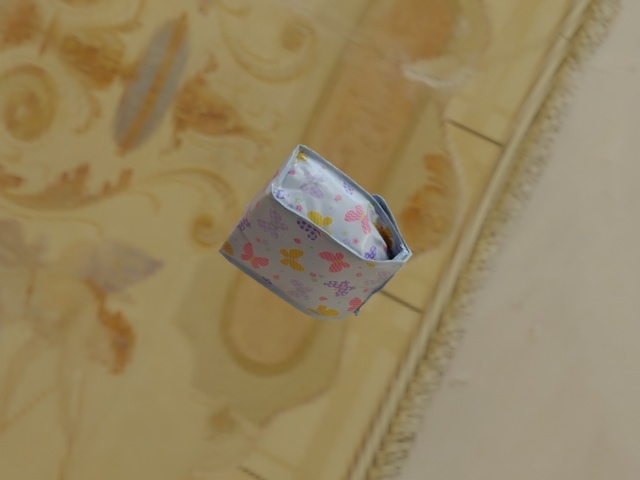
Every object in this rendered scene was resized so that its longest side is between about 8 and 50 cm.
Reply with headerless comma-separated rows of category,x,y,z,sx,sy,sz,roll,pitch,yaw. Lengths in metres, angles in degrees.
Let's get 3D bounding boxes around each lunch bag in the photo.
lunch bag,0.000,0.000,1.050,0.083,0.053,0.071,36,-39,-4
